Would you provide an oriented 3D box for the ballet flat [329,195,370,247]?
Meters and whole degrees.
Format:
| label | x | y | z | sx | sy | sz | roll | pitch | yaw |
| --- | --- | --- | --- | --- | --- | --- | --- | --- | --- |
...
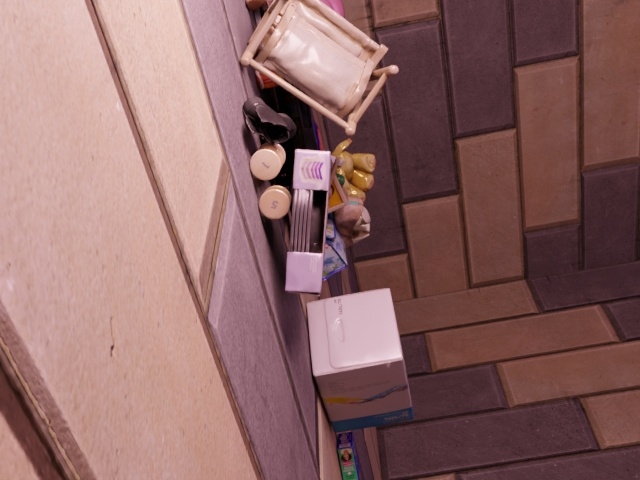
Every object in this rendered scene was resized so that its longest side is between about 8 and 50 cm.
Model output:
| label | x | y | z | sx | sy | sz | roll | pitch | yaw |
| --- | --- | --- | --- | --- | --- | --- | --- | --- | --- |
| ballet flat | 0.084 | -0.042 | 2.037 | 0.316 | 0.106 | 0.108 | 77 | 9 | -75 |

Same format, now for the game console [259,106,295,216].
| label | x | y | z | sx | sy | sz | roll | pitch | yaw |
| --- | --- | --- | --- | --- | --- | --- | --- | --- | --- |
| game console | -0.065 | -0.095 | 1.571 | 0.213 | 0.043 | 0.361 | -86 | 164 | -66 |

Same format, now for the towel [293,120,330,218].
| label | x | y | z | sx | sy | sz | roll | pitch | yaw |
| --- | --- | --- | --- | --- | --- | --- | --- | --- | --- |
| towel | -0.021 | -0.164 | 2.029 | 0.228 | 0.076 | 0.308 | -94 | 173 | -56 |

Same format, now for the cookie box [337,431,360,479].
| label | x | y | z | sx | sy | sz | roll | pitch | yaw |
| --- | --- | --- | --- | --- | --- | --- | --- | --- | --- |
| cookie box | 0.070 | 0.540 | 1.822 | 0.092 | 0.040 | 0.107 | -71 | 150 | -81 |

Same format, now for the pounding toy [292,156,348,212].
| label | x | y | z | sx | sy | sz | roll | pitch | yaw |
| --- | --- | --- | --- | --- | --- | --- | --- | --- | --- |
| pounding toy | 0.006 | -0.133 | 1.796 | 0.100 | 0.141 | 0.130 | -89 | 154 | -66 |

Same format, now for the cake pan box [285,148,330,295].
| label | x | y | z | sx | sy | sz | roll | pitch | yaw |
| --- | --- | --- | --- | --- | --- | --- | --- | --- | --- |
| cake pan box | -0.020 | -0.027 | 1.344 | 0.267 | 0.070 | 0.246 | 137 | -45 | -89 |

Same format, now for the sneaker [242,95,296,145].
| label | x | y | z | sx | sy | sz | roll | pitch | yaw |
| --- | --- | --- | --- | --- | --- | --- | --- | --- | --- |
| sneaker | -0.081 | -0.194 | 1.288 | 0.089 | 0.051 | 0.170 | 55 | 15 | 31 |

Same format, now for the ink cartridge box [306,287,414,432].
| label | x | y | z | sx | sy | sz | roll | pitch | yaw |
| --- | --- | --- | --- | --- | --- | --- | --- | --- | --- |
| ink cartridge box | 0.092 | 0.277 | 1.699 | 0.270 | 0.197 | 0.198 | 74 | 7 | -48 |

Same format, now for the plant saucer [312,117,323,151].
| label | x | y | z | sx | sy | sz | roll | pitch | yaw |
| --- | --- | --- | --- | --- | --- | --- | --- | --- | --- |
| plant saucer | -0.016 | -0.267 | 2.483 | 0.258 | 0.047 | 0.259 | -8 | 89 | -85 |

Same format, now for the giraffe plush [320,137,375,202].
| label | x | y | z | sx | sy | sz | roll | pitch | yaw |
| --- | --- | --- | --- | --- | --- | --- | --- | --- | --- |
| giraffe plush | 0.037 | -0.206 | 2.196 | 0.210 | 0.170 | 0.181 | 38 | 72 | -40 |

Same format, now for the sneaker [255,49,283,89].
| label | x | y | z | sx | sy | sz | roll | pitch | yaw |
| --- | --- | --- | --- | --- | --- | --- | --- | --- | --- |
| sneaker | -0.100 | -0.367 | 1.577 | 0.175 | 0.067 | 0.064 | -96 | 172 | -54 |

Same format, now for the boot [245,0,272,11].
| label | x | y | z | sx | sy | sz | roll | pitch | yaw |
| --- | --- | --- | --- | --- | --- | --- | --- | --- | --- |
| boot | -0.144 | -0.542 | 1.602 | 0.087 | 0.042 | 0.118 | 66 | 21 | 3 |

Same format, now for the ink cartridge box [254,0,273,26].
| label | x | y | z | sx | sy | sz | roll | pitch | yaw |
| --- | --- | --- | --- | --- | --- | --- | --- | --- | --- |
| ink cartridge box | -0.126 | -0.615 | 1.803 | 0.307 | 0.072 | 0.304 | -70 | 149 | -76 |

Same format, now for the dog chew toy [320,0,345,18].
| label | x | y | z | sx | sy | sz | roll | pitch | yaw |
| --- | --- | --- | --- | --- | --- | --- | --- | --- | --- |
| dog chew toy | -0.040 | -0.651 | 2.198 | 0.332 | 0.206 | 0.207 | -71 | 152 | -62 |

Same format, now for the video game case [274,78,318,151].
| label | x | y | z | sx | sy | sz | roll | pitch | yaw |
| --- | --- | --- | --- | --- | --- | --- | --- | --- | --- |
| video game case | -0.063 | -0.315 | 1.703 | 0.275 | 0.035 | 0.248 | -144 | -138 | -76 |

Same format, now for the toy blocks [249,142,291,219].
| label | x | y | z | sx | sy | sz | roll | pitch | yaw |
| --- | --- | --- | --- | --- | --- | --- | --- | --- | --- |
| toy blocks | -0.083 | -0.110 | 1.312 | 0.148 | 0.054 | 0.123 | -83 | 161 | -76 |

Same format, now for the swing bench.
| label | x | y | z | sx | sy | sz | roll | pitch | yaw |
| --- | --- | --- | --- | --- | --- | --- | --- | --- | --- |
| swing bench | -0.003 | -0.364 | 1.447 | 0.253 | 0.165 | 0.255 | 33 | 19 | -14 |

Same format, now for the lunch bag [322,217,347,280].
| label | x | y | z | sx | sy | sz | roll | pitch | yaw |
| --- | --- | --- | --- | --- | --- | --- | --- | --- | --- |
| lunch bag | 0.000 | 0.000 | 1.873 | 0.151 | 0.096 | 0.129 | 53 | 14 | -20 |
